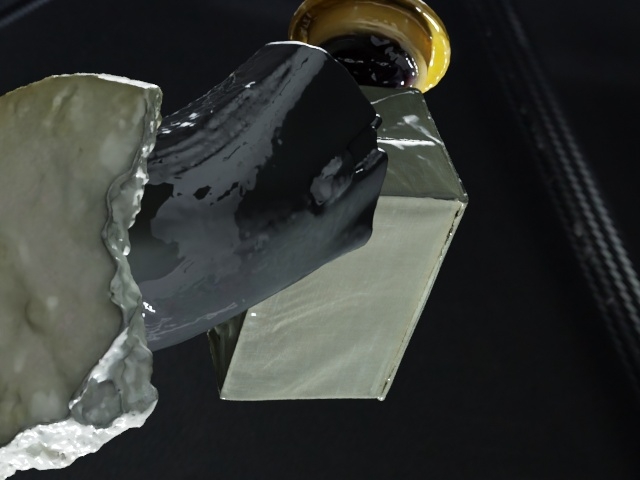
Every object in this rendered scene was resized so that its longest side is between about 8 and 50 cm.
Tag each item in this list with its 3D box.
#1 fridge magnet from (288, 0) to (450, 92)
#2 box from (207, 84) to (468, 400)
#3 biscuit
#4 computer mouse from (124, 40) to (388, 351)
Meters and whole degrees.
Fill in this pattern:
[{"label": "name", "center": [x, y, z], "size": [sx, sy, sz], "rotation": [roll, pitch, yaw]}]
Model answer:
[{"label": "fridge magnet", "center": [0.041, -0.165, 1.123], "size": [0.143, 0.143, 0.063], "rotation": [20, -124, -12]}, {"label": "box", "center": [0.000, 0.000, 1.059], "size": [0.149, 0.231, 0.155], "rotation": [3, -137, -19]}, {"label": "biscuit", "center": [-0.157, 0.033, 0.632], "size": [0.188, 0.265, 0.040], "rotation": [34, -176, 25]}, {"label": "computer mouse", "center": [-0.062, -0.010, 0.742], "size": [0.264, 0.147, 0.088], "rotation": [-32, -146, -19]}]
